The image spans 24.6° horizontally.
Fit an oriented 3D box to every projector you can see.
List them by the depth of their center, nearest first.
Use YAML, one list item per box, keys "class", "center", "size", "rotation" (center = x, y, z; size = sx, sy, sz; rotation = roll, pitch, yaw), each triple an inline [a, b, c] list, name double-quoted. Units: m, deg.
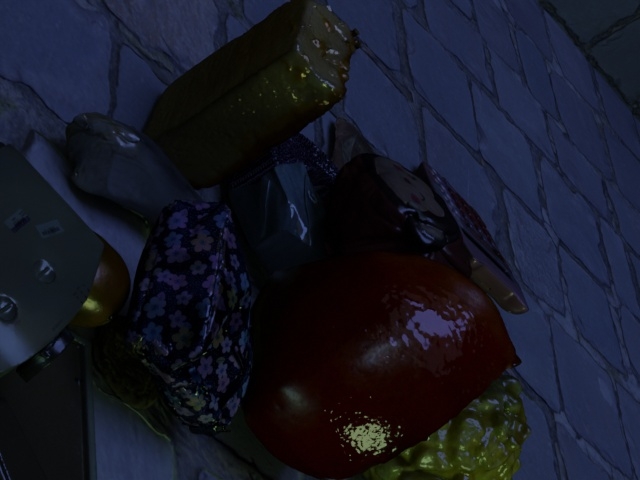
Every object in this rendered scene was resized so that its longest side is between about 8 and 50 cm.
- class: "projector"
  center: [-0.316, 0.042, 1.347]
  size: [0.193, 0.088, 0.269]
  rotation: [48, 35, -7]

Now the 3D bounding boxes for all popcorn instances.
- class: "popcorn"
  center: [0.164, 0.270, 1.945]
  size: [0.249, 0.249, 0.225]
  rotation: [-43, 131, -64]

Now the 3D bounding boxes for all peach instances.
- class: "peach"
  center: [0.072, 0.149, 1.751]
  size: [0.338, 0.281, 0.281]
  rotation: [6, 51, -20]

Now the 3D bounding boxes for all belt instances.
- class: "belt"
  center: [0.000, 0.000, 2.010]
  size: [0.325, 0.122, 0.260]
  rotation: [59, 21, -2]

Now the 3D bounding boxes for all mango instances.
- class: "mango"
  center: [-0.270, 0.026, 1.518]
  size: [0.163, 0.089, 0.111]
  rotation: [31, 26, -31]

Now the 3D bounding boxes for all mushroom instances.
- class: "mushroom"
  center: [-0.196, -0.049, 1.729]
  size: [0.278, 0.099, 0.096]
  rotation: [47, 33, -33]

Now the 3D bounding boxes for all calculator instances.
- class: "calculator"
  center: [0.253, -0.010, 2.531]
  size: [0.220, 0.048, 0.330]
  rotation: [40, 19, -33]

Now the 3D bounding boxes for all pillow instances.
- class: "pillow"
  center: [0.055, -0.107, 2.326]
  size: [0.135, 0.034, 0.211]
  rotation: [47, 27, -23]

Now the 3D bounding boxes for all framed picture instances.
- class: "framed picture"
  center: [-0.297, 0.188, 1.373]
  size: [0.240, 0.020, 0.324]
  rotation: [33, 37, -44]

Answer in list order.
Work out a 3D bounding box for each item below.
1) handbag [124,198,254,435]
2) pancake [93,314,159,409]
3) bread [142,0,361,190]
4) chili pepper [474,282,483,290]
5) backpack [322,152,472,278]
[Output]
- class: "handbag"
  center: [-0.135, 0.084, 1.592]
  size: [0.208, 0.127, 0.229]
  rotation: [81, 12, -52]
- class: "pancake"
  center: [-0.210, 0.131, 1.602]
  size: [0.115, 0.011, 0.115]
  rotation: [44, 30, -33]
- class: "bread"
  center: [-0.090, -0.182, 1.849]
  size: [0.114, 0.274, 0.185]
  rotation: [50, 28, -22]
- class: "chili pepper"
  center: [0.216, 0.062, 2.430]
  size: [0.052, 0.050, 0.201]
  rotation: [32, -3, 42]
- class: "backpack"
  center: [0.106, -0.002, 1.914]
  size: [0.229, 0.139, 0.229]
  rotation: [42, 15, -14]
